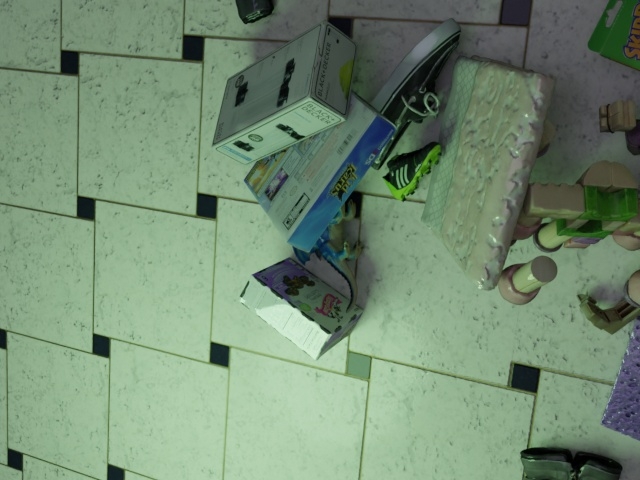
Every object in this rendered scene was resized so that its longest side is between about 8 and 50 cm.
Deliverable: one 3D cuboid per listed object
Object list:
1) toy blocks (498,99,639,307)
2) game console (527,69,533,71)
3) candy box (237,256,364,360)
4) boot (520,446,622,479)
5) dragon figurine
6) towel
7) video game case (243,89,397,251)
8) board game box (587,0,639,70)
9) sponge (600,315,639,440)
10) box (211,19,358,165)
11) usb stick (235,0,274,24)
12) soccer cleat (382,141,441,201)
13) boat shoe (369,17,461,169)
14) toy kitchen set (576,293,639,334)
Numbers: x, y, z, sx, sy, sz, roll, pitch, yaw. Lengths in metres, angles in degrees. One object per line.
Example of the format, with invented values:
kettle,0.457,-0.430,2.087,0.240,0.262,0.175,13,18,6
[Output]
toy blocks,0.424,-0.040,1.275,0.288,0.260,0.309,2,75,-4
game console,0.319,-0.217,1.342,0.085,0.124,0.144,-6,98,-1
candy box,-0.035,0.129,1.519,0.196,0.165,0.070,35,113,14
boot,0.385,0.492,1.437,0.338,0.118,0.223,-5,95,14
dragon figurine,0.000,0.000,1.522,0.144,0.085,0.289,-10,91,28
towel,0.259,-0.128,1.267,0.053,0.317,0.332,6,109,-13
video game case,-0.009,-0.151,1.398,0.269,0.061,0.244,-54,37,13
board game box,0.534,-0.289,1.122,0.259,0.039,0.124,31,106,24
sponge,0.575,0.248,1.338,0.117,0.031,0.210,19,107,21
box,-0.069,-0.261,1.416,0.290,0.087,0.169,-19,54,45
usb stick,-0.160,-0.566,1.514,0.077,0.045,0.278,-15,93,27
soccer cleat,0.160,-0.134,1.401,0.072,0.060,0.179,48,151,8
boat shoe,0.165,-0.253,1.388,0.105,0.113,0.306,44,116,7
toy kitchen set,0.494,0.105,1.332,0.075,0.083,0.068,-44,39,24
